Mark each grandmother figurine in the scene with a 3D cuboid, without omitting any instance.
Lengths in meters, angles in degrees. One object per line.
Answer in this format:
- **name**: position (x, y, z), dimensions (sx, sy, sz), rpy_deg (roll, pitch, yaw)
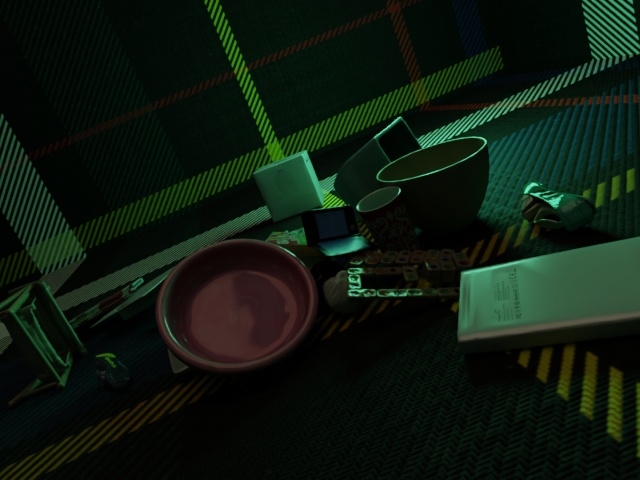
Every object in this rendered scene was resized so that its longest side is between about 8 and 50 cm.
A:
- **grandmother figurine**: position (0.017, 0.083, 1.158), dimensions (0.208, 0.104, 0.342), rpy_deg (-11, 18, -12)

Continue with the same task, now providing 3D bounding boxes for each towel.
- **towel**: position (-0.763, 0.238, 1.629), dimensions (0.329, 0.037, 0.237), rpy_deg (-33, 9, -11)

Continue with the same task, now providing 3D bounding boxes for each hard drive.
- **hard drive**: position (0.382, 0.087, 0.773), dimensions (0.308, 0.040, 0.203), rpy_deg (-14, 25, 25)

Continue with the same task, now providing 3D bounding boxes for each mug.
- **mug**: position (0.175, -0.039, 1.171), dimensions (0.113, 0.169, 0.150), rpy_deg (-20, 23, 21)

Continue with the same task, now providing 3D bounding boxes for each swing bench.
- **swing bench**: position (-0.795, 0.268, 1.335), dimensions (0.165, 0.253, 0.254), rpy_deg (-21, 19, 4)

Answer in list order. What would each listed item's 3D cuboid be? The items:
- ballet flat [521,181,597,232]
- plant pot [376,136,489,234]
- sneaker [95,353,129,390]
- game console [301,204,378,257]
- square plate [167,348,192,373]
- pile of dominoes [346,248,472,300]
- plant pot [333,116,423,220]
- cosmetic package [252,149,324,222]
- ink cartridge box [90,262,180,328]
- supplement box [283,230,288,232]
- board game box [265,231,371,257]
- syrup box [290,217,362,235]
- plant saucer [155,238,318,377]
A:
- **ballet flat**: position (0.497, -0.074, 1.063), dimensions (0.087, 0.083, 0.247), rpy_deg (-36, 16, 4)
- **plant pot**: position (0.309, -0.126, 1.244), dimensions (0.284, 0.191, 0.284), rpy_deg (-20, 18, 7)
- **sneaker**: position (-0.502, 0.327, 1.154), dimensions (0.053, 0.059, 0.144), rpy_deg (3, 15, -41)
- **game console**: position (0.044, -0.025, 1.108), dimensions (0.144, 0.124, 0.085), rpy_deg (-10, -6, -29)
- **square plate**: position (-0.227, 0.169, 1.208), dimensions (0.344, 0.049, 0.347), rpy_deg (-28, 27, -14)
- **pile of dominoes**: position (0.178, 0.054, 0.997), dimensions (0.251, 0.040, 0.196), rpy_deg (-1, 26, 2)
- **plant pot**: position (0.193, -0.201, 1.541), dimensions (0.252, 0.248, 0.247), rpy_deg (-29, 11, 39)
- **cosmetic package**: position (-0.127, -0.226, 1.994), dimensions (0.224, 0.224, 0.138), rpy_deg (-19, 16, 11)
- **ink cartridge box**: position (-0.552, 0.184, 1.508), dimensions (0.275, 0.060, 0.239), rpy_deg (-29, 14, 28)
- **supplement box**: position (-0.104, 0.011, 1.554), dimensions (0.036, 0.062, 0.098), rpy_deg (-26, 18, -5)
- **board game box**: position (-0.004, 0.010, 1.191), dimensions (0.259, 0.039, 0.124), rpy_deg (4, 14, 4)
- **syrup box**: position (0.000, 0.000, 1.409), dimensions (0.237, 0.096, 0.093), rpy_deg (-21, 18, 1)
- **plant saucer**: position (-0.171, 0.143, 1.014), dimensions (0.332, 0.084, 0.332), rpy_deg (2, 48, -2)
